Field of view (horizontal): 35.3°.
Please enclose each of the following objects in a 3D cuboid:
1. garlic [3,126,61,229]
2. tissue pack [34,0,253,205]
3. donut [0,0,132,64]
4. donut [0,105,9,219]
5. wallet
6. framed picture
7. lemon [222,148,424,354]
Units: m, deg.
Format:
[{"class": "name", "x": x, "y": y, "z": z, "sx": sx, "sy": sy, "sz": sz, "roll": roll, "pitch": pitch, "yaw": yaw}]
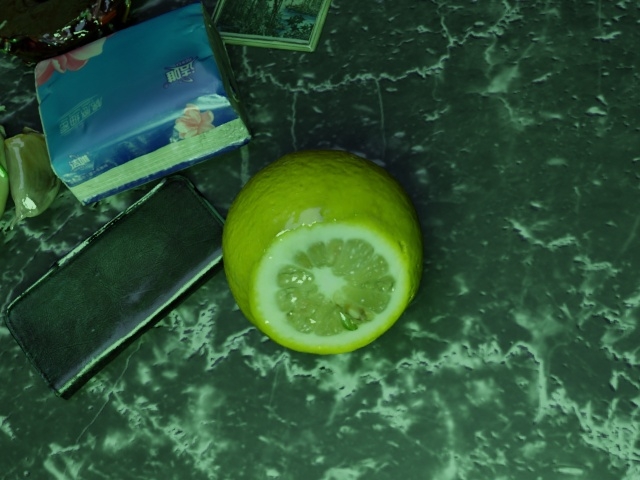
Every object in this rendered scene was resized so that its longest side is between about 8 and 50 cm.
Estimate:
[{"class": "garlic", "x": -0.412, "y": -0.088, "z": 1.446, "sx": 0.084, "sy": 0.066, "sz": 0.152, "roll": -3, "pitch": 83, "yaw": -28}, {"class": "tissue pack", "x": -0.252, "y": -0.196, "z": 1.415, "sx": 0.269, "sy": 0.137, "sz": 0.209, "roll": -19, "pitch": 64, "yaw": 6}, {"class": "donut", "x": -0.408, "y": -0.386, "z": 1.568, "sx": 0.269, "sy": 0.103, "sz": 0.270, "roll": -6, "pitch": 66, "yaw": 15}, {"class": "donut", "x": -0.626, "y": -0.048, "z": 1.443, "sx": 0.371, "sy": 0.150, "sz": 0.307, "roll": -18, "pitch": 63, "yaw": 6}, {"class": "wallet", "x": -0.266, "y": 0.055, "z": 1.356, "sx": 0.318, "sy": 0.045, "sz": 0.172, "roll": -41, "pitch": 65, "yaw": -6}, {"class": "framed picture", "x": -0.075, "y": -0.351, "z": 1.509, "sx": 0.183, "sy": 0.011, "sz": 0.142, "roll": 10, "pitch": 69, "yaw": 20}, {"class": "lemon", "x": 0.000, "y": 0.000, "z": 1.211, "sx": 0.240, "sy": 0.240, "sz": 0.219, "roll": -21, "pitch": 32, "yaw": 5}]
